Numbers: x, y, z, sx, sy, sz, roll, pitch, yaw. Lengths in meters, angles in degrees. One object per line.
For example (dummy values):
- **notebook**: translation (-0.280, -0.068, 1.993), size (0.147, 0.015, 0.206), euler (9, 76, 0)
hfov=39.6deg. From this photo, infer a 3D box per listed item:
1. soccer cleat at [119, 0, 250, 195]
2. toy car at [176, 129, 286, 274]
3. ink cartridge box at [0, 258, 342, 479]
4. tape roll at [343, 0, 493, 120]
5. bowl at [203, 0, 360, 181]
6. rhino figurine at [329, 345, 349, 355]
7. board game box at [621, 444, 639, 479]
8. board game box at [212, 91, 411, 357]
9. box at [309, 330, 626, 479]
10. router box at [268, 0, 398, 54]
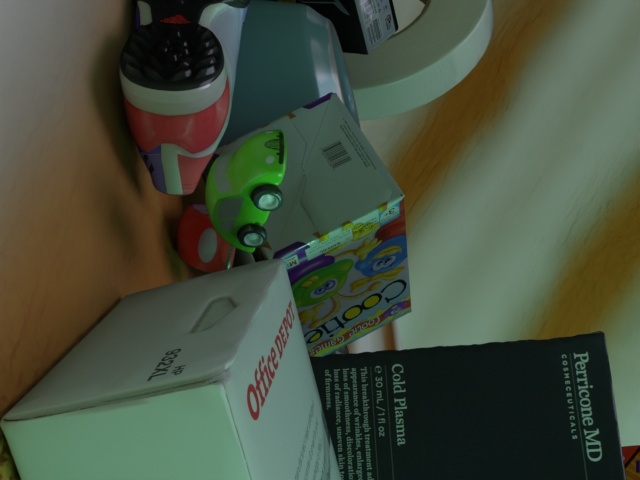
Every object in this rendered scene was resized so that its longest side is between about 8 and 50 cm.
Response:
- **soccer cleat**: translation (-0.124, -0.167, 0.825), size (0.318, 0.109, 0.116), euler (-92, -174, -55)
- **toy car**: translation (-0.079, 0.000, 0.707), size (0.225, 0.053, 0.239), euler (115, -21, -43)
- **ink cartridge box**: translation (-0.058, 0.193, 0.571), size (0.223, 0.129, 0.307), euler (-69, 146, -75)
- **tape roll**: translation (0.081, -0.356, 1.415), size (0.072, 0.392, 0.392), euler (66, 14, -52)
- **bowl**: translation (-0.044, -0.160, 1.073), size (0.311, 0.163, 0.311), euler (-13, 90, -83)
- **rhino figurine**: translation (0.011, 0.234, 1.174), size (0.106, 0.073, 0.243), euler (42, 40, -69)
- **board game box**: translation (0.467, 0.460, 0.975), size (0.356, 0.356, 0.356), euler (83, 3, -48)
- **board game box**: translation (0.000, 0.000, 0.955), size (0.144, 0.142, 0.275), euler (59, -8, 28)
- **box**: translation (0.109, 0.273, 0.798), size (0.179, 0.312, 0.343), euler (60, 26, -72)
- **router box**: translation (-0.043, -0.411, 1.197), size (0.081, 0.243, 0.309), euler (-44, 132, -33)
